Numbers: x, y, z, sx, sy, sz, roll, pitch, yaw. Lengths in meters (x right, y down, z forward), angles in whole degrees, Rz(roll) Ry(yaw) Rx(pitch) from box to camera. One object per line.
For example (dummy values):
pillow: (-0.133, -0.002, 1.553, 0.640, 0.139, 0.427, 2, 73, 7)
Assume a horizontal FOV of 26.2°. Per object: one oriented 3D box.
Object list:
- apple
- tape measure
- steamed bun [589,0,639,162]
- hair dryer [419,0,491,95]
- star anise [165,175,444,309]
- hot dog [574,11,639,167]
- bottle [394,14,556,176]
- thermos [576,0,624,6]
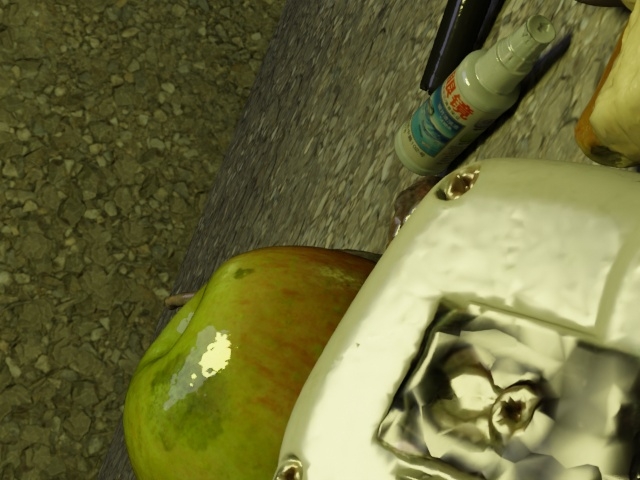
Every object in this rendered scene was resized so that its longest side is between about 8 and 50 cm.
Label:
apple: (-0.018, 0.121, 0.957, 0.246, 0.226, 0.246, -58, 13, 22)
tape measure: (0.105, 0.100, 0.543, 0.265, 0.130, 0.258, 14, 77, 40)
steamed bun: (0.240, -0.143, 0.610, 0.292, 0.137, 0.295, -94, 22, -56)
hair dryer: (0.147, -0.257, 1.325, 0.197, 0.089, 0.251, -118, 47, -74)
star anise: (0.000, 0.000, 1.163, 0.218, 0.228, 0.148, 111, 166, -45)
hot dog: (0.235, -0.176, 0.845, 0.088, 0.061, 0.285, -116, 50, -78)
bottle: (0.134, -0.124, 1.175, 0.217, 0.060, 0.060, -44, 25, 56)
thermos: (0.214, -0.223, 0.973, 0.137, 0.105, 0.193, -40, 6, -1)
